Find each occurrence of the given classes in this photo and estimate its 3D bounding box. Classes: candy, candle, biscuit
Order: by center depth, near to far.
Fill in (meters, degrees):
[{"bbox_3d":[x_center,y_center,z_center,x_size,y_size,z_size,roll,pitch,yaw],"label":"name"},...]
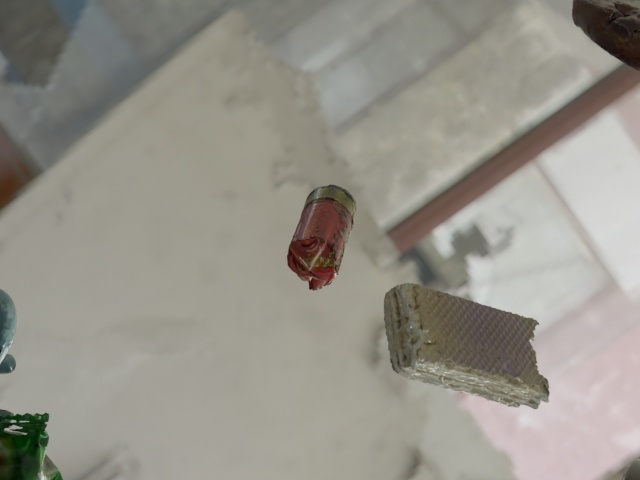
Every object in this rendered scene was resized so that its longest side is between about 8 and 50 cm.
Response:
[{"bbox_3d":[0.291,-0.158,1.488,0.192,0.049,0.192,24,19,-9],"label":"biscuit"},{"bbox_3d":[0.000,0.000,1.683,0.052,0.052,0.130,54,24,-20],"label":"candle"},{"bbox_3d":[-0.305,0.242,1.850,0.141,0.078,0.203,16,-46,30],"label":"candy"},{"bbox_3d":[0.172,0.127,2.172,0.239,0.062,0.108,17,55,-40],"label":"biscuit"}]

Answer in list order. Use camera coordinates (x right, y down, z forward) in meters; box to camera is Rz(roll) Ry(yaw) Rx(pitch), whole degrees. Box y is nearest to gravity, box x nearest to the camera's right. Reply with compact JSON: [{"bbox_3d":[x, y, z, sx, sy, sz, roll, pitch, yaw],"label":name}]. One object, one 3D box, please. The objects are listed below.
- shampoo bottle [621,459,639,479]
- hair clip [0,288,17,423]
[{"bbox_3d":[0.523,0.356,2.312,0.303,0.092,0.092,15,-20,28],"label":"shampoo bottle"},{"bbox_3d":[-0.447,0.210,1.884,0.238,0.392,0.318,32,59,-70],"label":"hair clip"}]
